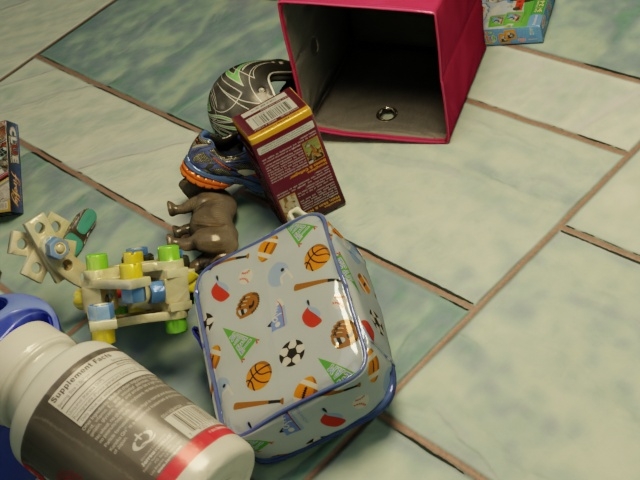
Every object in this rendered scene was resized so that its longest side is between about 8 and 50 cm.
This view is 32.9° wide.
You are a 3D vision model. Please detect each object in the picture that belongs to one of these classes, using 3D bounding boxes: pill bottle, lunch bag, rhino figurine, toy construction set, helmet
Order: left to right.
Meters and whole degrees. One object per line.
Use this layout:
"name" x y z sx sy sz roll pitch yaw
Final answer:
"pill bottle" -0.250 0.229 1.280 0.318 0.176 0.176 31 61 21
"toy construction set" -0.296 0.058 1.516 0.215 0.151 0.327 -11 22 -38
"rhino figurine" -0.182 -0.038 1.696 0.106 0.073 0.243 -9 38 0
"helmet" -0.106 -0.217 1.793 0.169 0.169 0.161 14 35 34
"lunch bag" -0.045 0.120 1.393 0.243 0.115 0.303 -30 46 15

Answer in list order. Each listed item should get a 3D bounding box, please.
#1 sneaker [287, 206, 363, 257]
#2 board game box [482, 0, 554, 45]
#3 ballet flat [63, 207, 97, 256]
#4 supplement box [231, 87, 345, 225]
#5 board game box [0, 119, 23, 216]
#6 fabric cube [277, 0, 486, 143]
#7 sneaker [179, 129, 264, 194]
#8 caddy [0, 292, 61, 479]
"sneaker" 0.000 0.000 1.585 0.053 0.061 0.152 -40 45 -23
"board game box" 0.299 -0.403 1.914 0.211 0.039 0.160 0 45 25
"ballet flat" -0.407 -0.005 1.792 0.041 0.041 0.114 2 45 25
"supplement box" -0.046 -0.119 1.636 0.104 0.188 0.081 -28 40 -8
"board game box" -0.650 -0.115 1.935 0.243 0.042 0.165 -6 84 17
"fabric cube" 0.111 -0.342 1.745 0.254 0.259 0.258 8 48 20
"sneaker" -0.106 -0.126 1.706 0.221 0.087 0.083 0 39 -25
"caddy" -0.479 0.220 1.461 0.241 0.179 0.341 11 50 34
